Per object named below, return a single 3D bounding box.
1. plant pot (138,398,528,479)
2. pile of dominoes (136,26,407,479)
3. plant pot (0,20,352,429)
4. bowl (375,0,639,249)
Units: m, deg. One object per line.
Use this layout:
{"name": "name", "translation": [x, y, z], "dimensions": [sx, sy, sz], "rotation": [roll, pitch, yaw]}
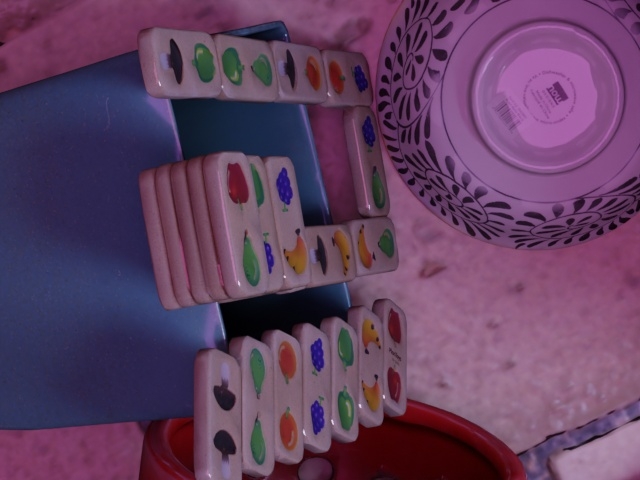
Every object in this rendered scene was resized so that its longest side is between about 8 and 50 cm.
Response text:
{"name": "plant pot", "translation": [-0.002, 0.180, 0.870], "dimensions": [0.191, 0.191, 0.174], "rotation": [8, 107, 1]}
{"name": "pile of dominoes", "translation": [0.000, 0.000, 0.800], "dimensions": [0.040, 0.251, 0.196], "rotation": [-11, 89, 25]}
{"name": "plant pot", "translation": [-0.132, 0.001, 0.857], "dimensions": [0.234, 0.165, 0.165], "rotation": [-10, 97, 20]}
{"name": "bowl", "translation": [0.112, -0.075, 0.883], "dimensions": [0.170, 0.080, 0.170], "rotation": [0, 96, 2]}
